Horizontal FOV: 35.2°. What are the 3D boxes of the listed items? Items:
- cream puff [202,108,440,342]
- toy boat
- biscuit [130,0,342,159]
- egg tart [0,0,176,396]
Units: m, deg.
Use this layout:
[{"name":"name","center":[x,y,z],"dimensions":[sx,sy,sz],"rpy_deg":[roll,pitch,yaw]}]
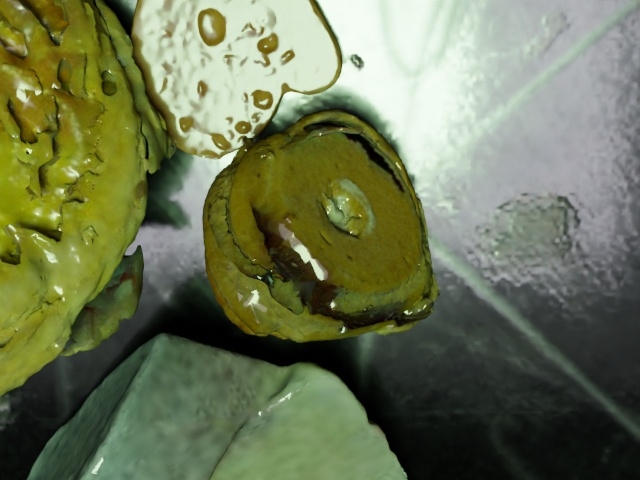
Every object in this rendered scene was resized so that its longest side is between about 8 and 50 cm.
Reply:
[{"name":"cream puff","center":[0.000,0.000,0.537],"dimensions":[0.133,0.119,0.104],"rpy_deg":[28,144,-28]},{"name":"toy boat","center":[-0.059,0.187,0.603],"dimensions":[0.294,0.111,0.276],"rpy_deg":[19,104,-16]},{"name":"biscuit","center":[-0.044,-0.112,0.552],"dimensions":[0.118,0.023,0.140],"rpy_deg":[20,104,-4]},{"name":"egg tart","center":[-0.217,-0.043,0.502],"dimensions":[0.297,0.132,0.297],"rpy_deg":[9,64,-20]}]
